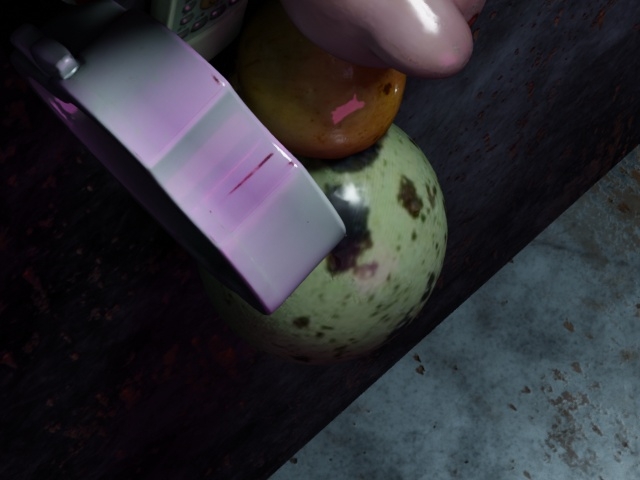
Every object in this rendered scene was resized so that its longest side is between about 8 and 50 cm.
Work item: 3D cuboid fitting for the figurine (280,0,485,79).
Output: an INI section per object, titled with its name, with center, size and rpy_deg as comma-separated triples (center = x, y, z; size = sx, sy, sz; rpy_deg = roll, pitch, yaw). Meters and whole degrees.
[figurine]
center = 0.048, -0.284, 1.827
size = 0.270, 0.261, 0.211
rpy_deg = -50, -161, -24

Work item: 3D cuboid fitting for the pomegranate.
[pomegranate]
center = -0.004, -0.175, 2.018
size = 0.191, 0.191, 0.191
rpy_deg = -39, 161, -16

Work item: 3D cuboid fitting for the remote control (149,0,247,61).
[remote control]
center = -0.106, -0.253, 1.862
size = 0.123, 0.038, 0.285
rpy_deg = -35, 160, -28

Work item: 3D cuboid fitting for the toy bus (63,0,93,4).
[toy bus]
center = -0.174, -0.252, 1.658
size = 0.174, 0.077, 0.079
rpy_deg = -26, 154, -45

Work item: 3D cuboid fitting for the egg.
[egg]
center = 0.000, 0.000, 2.239
size = 0.287, 0.287, 0.379
rpy_deg = -38, 159, -17

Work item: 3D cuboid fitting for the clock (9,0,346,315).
[clock]
center = -0.130, -0.089, 1.704
size = 0.102, 0.338, 0.338
rpy_deg = -45, 162, -7
